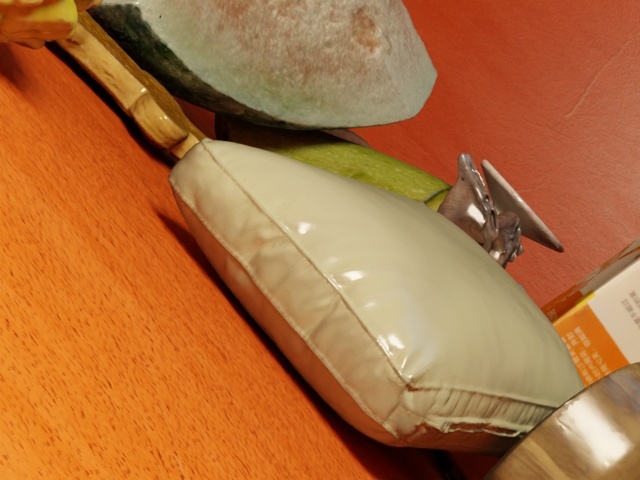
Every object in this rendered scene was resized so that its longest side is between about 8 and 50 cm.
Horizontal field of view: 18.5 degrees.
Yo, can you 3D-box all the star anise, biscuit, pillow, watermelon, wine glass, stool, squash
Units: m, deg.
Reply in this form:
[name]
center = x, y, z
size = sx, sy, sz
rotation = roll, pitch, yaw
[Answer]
[star anise]
center = 0.115, 0.025, 1.650
size = 0.063, 0.208, 0.171
rotation = 11, -58, 36
[biscuit]
center = -0.143, -0.110, 1.537
size = 0.240, 0.035, 0.158
rotation = 46, 7, -13
[pillow]
center = 0.052, 0.045, 1.350
size = 0.255, 0.120, 0.322
rotation = 48, 16, 26
[watermelon]
center = -0.043, -0.232, 1.721
size = 0.387, 0.258, 0.228
rotation = 10, 15, -43
[wine glass]
center = 0.143, 0.027, 2.055
size = 0.165, 0.196, 0.165
rotation = 49, 6, -6
[stool]
center = 0.243, 0.234, 1.305
size = 0.264, 0.179, 0.179
rotation = 50, 5, 22
[squash]
center = 0.000, 0.000, 1.763
size = 0.261, 0.189, 0.189
rotation = 19, -12, 31

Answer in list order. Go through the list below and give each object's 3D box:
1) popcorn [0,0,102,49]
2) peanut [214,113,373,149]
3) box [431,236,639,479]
[popcorn]
center = -0.188, -0.200, 1.178
size = 0.173, 0.142, 0.173
rotation = 47, 13, -14
[peanut]
center = -0.020, -0.081, 1.974
size = 0.123, 0.123, 0.257
rotation = 51, 8, 35
[box]
center = 0.251, 0.093, 1.583
size = 0.143, 0.341, 0.225
rotation = 56, 5, 1
